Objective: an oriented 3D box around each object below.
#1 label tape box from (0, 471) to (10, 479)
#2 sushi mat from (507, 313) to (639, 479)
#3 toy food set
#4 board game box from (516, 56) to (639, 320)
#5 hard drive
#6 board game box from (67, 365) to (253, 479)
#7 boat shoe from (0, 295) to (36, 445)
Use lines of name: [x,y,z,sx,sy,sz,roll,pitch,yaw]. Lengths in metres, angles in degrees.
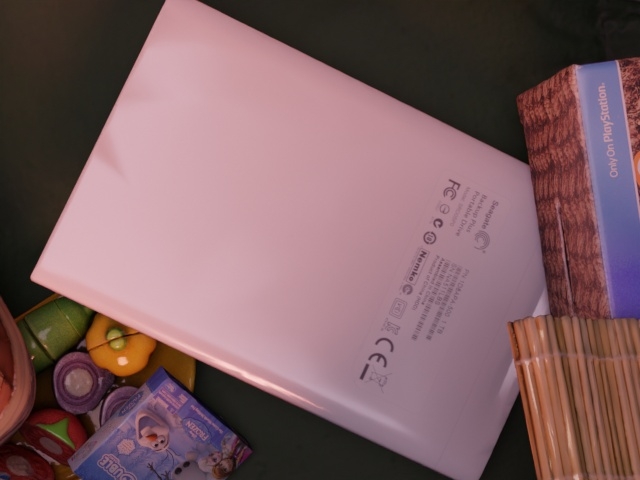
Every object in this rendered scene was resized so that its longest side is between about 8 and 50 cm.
label tape box: [-0.383,0.234,1.080,0.347,0.249,0.115,-13,87,11]
sushi mat: [0.190,0.193,0.955,0.151,0.019,0.317,0,72,-33]
toy food set: [-0.186,0.113,1.191,0.218,0.071,0.128,-34,87,1]
board game box: [0.293,-0.005,1.120,0.291,0.141,0.232,-8,88,-8]
hard drive: [0.000,0.000,1.173,0.318,0.040,0.210,26,83,-5]
board game box: [-0.106,0.144,1.190,0.090,0.020,0.090,-45,120,1]
boat shoe: [-0.290,-0.011,1.147,0.123,0.116,0.324,-36,68,-1]
